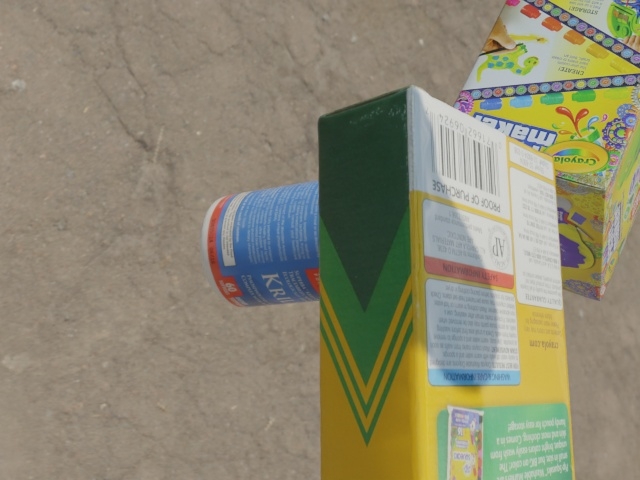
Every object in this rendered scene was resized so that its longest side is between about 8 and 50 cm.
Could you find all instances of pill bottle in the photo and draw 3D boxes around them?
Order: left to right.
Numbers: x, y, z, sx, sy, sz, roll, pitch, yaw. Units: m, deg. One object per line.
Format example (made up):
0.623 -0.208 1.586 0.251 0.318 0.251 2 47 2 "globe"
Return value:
0.000 0.000 0.749 0.124 0.222 0.124 26 60 -59 "pill bottle"

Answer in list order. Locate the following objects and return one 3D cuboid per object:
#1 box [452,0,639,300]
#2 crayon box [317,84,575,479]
0.288 -0.127 0.852 0.279 0.177 0.290 -62 152 -14 "box"
0.093 0.081 0.511 0.203 0.083 0.322 12 73 -47 "crayon box"
